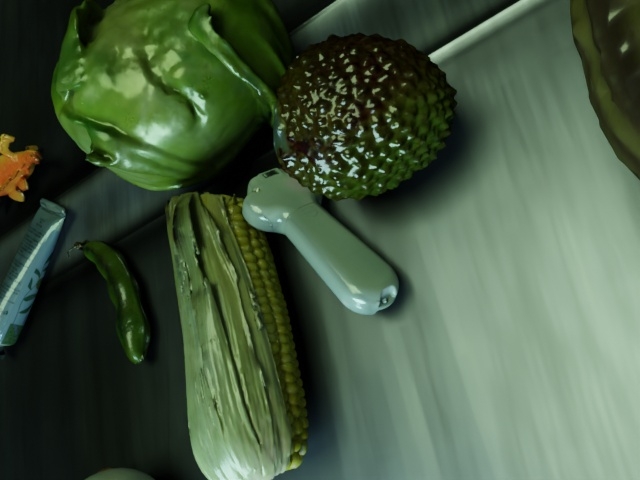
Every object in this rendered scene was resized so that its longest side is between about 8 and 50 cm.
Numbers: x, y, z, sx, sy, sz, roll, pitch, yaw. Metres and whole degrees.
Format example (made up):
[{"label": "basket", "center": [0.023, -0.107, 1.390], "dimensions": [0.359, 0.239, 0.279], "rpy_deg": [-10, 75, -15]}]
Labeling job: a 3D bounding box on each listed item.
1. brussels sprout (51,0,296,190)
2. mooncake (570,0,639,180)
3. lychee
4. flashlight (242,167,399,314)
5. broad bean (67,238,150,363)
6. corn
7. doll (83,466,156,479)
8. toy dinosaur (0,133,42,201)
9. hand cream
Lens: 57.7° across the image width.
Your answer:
[{"label": "brussels sprout", "center": [-0.168, -0.187, 0.657], "dimensions": [0.259, 0.227, 0.294], "rpy_deg": [-49, 48, -3]}, {"label": "mooncake", "center": [0.346, -0.151, 0.294], "dimensions": [0.393, 0.246, 0.393], "rpy_deg": [-42, 56, 26]}, {"label": "lychee", "center": [0.042, -0.115, 0.542], "dimensions": [0.171, 0.171, 0.171], "rpy_deg": [-9, 74, 32]}, {"label": "flashlight", "center": [0.000, 0.000, 0.590], "dimensions": [0.200, 0.093, 0.047], "rpy_deg": [45, 142, 27]}, {"label": "broad bean", "center": [-0.274, 0.066, 0.777], "dimensions": [0.069, 0.039, 0.227], "rpy_deg": [-48, 57, 8]}, {"label": "corn", "center": [-0.095, 0.091, 0.598], "dimensions": [0.122, 0.123, 0.305], "rpy_deg": [-28, 64, 28]}, {"label": "doll", "center": [-0.248, 0.356, 0.606], "dimensions": [0.221, 0.221, 0.251], "rpy_deg": [-43, 26, 19]}, {"label": "toy dinosaur", "center": [-0.551, -0.108, 0.989], "dimensions": [0.289, 0.070, 0.117], "rpy_deg": [-3, 77, 38]}, {"label": "hand cream", "center": [-0.462, 0.059, 0.896], "dimensions": [0.088, 0.055, 0.255], "rpy_deg": [19, 88, 43]}]
